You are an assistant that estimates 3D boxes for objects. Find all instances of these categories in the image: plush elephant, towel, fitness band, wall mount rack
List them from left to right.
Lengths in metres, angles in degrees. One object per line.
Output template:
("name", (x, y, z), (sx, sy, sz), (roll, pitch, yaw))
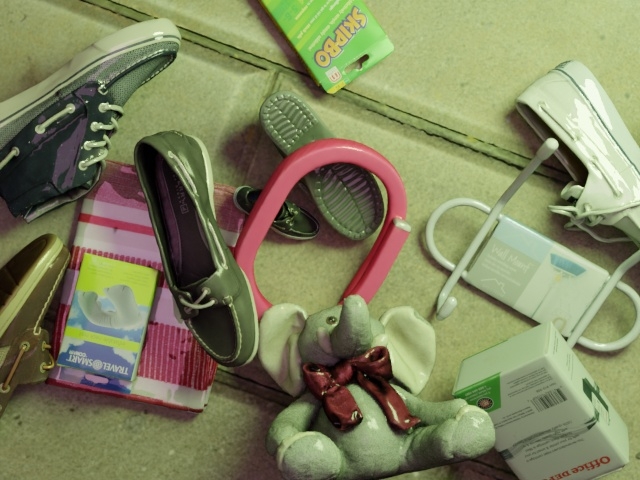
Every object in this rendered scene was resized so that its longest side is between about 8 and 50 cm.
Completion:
("towel", (-0.243, 0.064, 1.510), (0.237, 0.037, 0.329), (12, 85, -3))
("fitness band", (0.000, 0.000, 1.478), (0.209, 0.054, 0.291), (24, 106, -17))
("plush elephant", (0.046, 0.186, 1.404), (0.271, 0.330, 0.256), (-7, 75, -11))
("wall mount rack", (0.326, 0.026, 1.479), (0.350, 0.130, 0.304), (29, 110, -2))

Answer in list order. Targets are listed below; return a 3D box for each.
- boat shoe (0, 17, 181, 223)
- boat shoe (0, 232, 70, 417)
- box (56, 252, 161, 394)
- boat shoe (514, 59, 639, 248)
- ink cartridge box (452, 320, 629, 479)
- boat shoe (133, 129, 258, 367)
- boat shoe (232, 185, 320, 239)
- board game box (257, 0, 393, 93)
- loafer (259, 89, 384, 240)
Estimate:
("boat shoe", (-0.316, -0.158, 1.473), (0.340, 0.127, 0.158), (-31, 80, 2))
("boat shoe", (-0.426, 0.156, 1.461), (0.123, 0.123, 0.342), (35, 77, -30))
("box", (-0.293, 0.115, 1.469), (0.109, 0.042, 0.178), (13, 86, -1))
("boat shoe", (0.394, -0.071, 1.526), (0.156, 0.136, 0.367), (-31, 86, -7))
("ink cartridge box", (0.305, 0.235, 1.463), (0.153, 0.087, 0.208), (-29, 108, 28))
("boat shoe", (-0.178, 0.014, 1.434), (0.112, 0.095, 0.335), (-21, 82, 30))
("boat shoe", (-0.058, -0.037, 1.510), (0.142, 0.040, 0.049), (23, 81, -25))
("board game box", (-0.013, -0.347, 1.561), (0.124, 0.039, 0.259), (-35, 87, -6))
("loafer", (0.004, -0.111, 1.520), (0.094, 0.087, 0.251), (-34, 107, 1))
